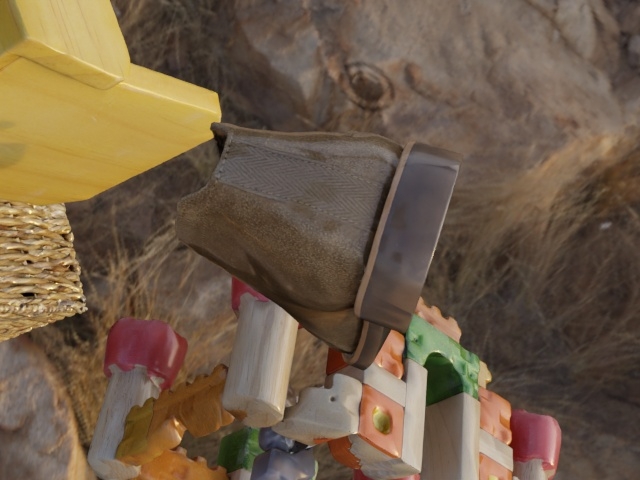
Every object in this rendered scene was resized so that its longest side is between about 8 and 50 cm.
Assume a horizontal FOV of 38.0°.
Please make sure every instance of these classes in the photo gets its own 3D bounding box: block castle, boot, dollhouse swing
[{"bbox_3d":[0.018,0.191,0.980,0.453,0.303,0.213,35,45,-28],"label":"block castle"},{"bbox_3d":[0.000,0.000,0.504,0.115,0.305,0.112,17,79,5],"label":"boot"},{"bbox_3d":[-0.321,-0.206,0.940,0.305,0.346,0.315,-17,86,-58],"label":"dollhouse swing"}]

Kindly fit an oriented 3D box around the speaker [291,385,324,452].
[{"bbox_3d":[0.004,0.185,0.997,0.055,0.055,0.136,57,28,14],"label":"speaker"}]

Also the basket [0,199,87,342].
[{"bbox_3d":[-0.481,0.024,1.161,0.299,0.223,0.214,8,64,-66],"label":"basket"}]
